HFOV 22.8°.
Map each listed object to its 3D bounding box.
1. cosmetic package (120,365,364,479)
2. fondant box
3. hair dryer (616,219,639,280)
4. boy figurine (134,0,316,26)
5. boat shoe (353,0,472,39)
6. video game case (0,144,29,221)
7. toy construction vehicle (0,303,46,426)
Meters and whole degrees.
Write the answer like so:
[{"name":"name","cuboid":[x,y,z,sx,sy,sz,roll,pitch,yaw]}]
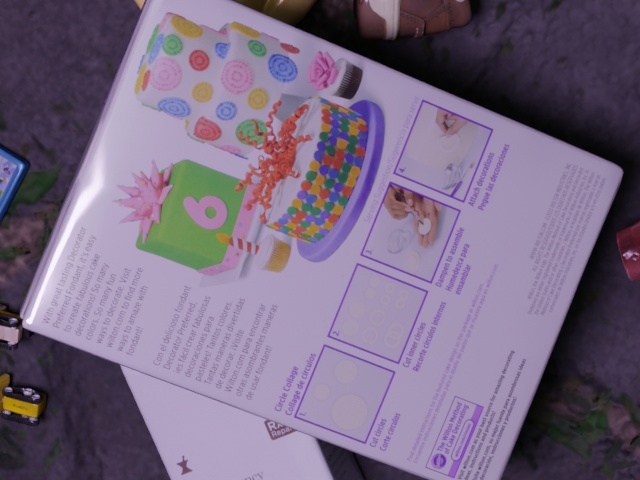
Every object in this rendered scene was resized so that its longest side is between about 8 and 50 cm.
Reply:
[{"name":"cosmetic package","cuboid":[-0.057,0.128,1.153,0.117,0.085,0.231,-24,94,13]},{"name":"fondant box","cuboid":[0.000,0.000,1.047,0.330,0.096,0.238,22,91,-12]},{"name":"hair dryer","cuboid":[0.301,-0.088,1.064,0.223,0.080,0.294,36,97,19]},{"name":"boy figurine","cuboid":[-0.075,-0.205,1.105,0.177,0.092,0.285,16,99,4]},{"name":"boat shoe","cuboid":[0.070,-0.266,1.073,0.095,0.095,0.258,-1,104,-2]},{"name":"video game case","cuboid":[-0.319,-0.050,1.219,0.166,0.015,0.119,31,103,6]},{"name":"toy construction vehicle","cuboid":[-0.253,0.090,1.219,0.098,0.035,0.086,11,111,13]}]
